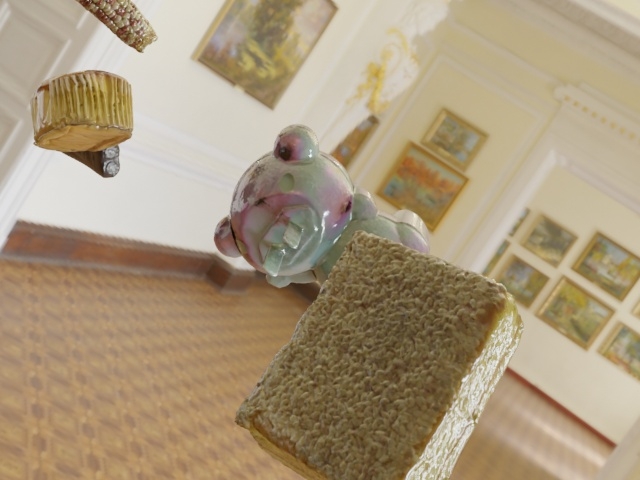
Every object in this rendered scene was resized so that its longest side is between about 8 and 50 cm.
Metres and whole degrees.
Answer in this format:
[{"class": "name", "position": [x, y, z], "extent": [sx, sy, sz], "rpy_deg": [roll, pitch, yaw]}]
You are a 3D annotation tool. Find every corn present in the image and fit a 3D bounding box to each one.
[{"class": "corn", "position": [-0.371, -0.415, 1.350], "extent": [0.237, 0.079, 0.079], "rpy_deg": [43, 0, -31]}]

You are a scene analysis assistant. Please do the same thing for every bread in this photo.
[{"class": "bread", "position": [-0.368, -0.200, 1.226], "extent": [0.132, 0.114, 0.190], "rpy_deg": [-1, -9, -40]}, {"class": "bread", "position": [0.061, 0.126, 0.740], "extent": [0.184, 0.234, 0.110], "rpy_deg": [22, -22, 33]}]

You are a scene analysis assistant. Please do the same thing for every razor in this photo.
[{"class": "razor", "position": [-0.465, -0.188, 1.599], "extent": [0.148, 0.090, 0.054], "rpy_deg": [28, 39, 23]}]

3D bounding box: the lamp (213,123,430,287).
[{"class": "lamp", "position": [0.000, 0.000, 1.198], "extent": [0.301, 0.247, 0.247], "rpy_deg": [34, 29, -10]}]
